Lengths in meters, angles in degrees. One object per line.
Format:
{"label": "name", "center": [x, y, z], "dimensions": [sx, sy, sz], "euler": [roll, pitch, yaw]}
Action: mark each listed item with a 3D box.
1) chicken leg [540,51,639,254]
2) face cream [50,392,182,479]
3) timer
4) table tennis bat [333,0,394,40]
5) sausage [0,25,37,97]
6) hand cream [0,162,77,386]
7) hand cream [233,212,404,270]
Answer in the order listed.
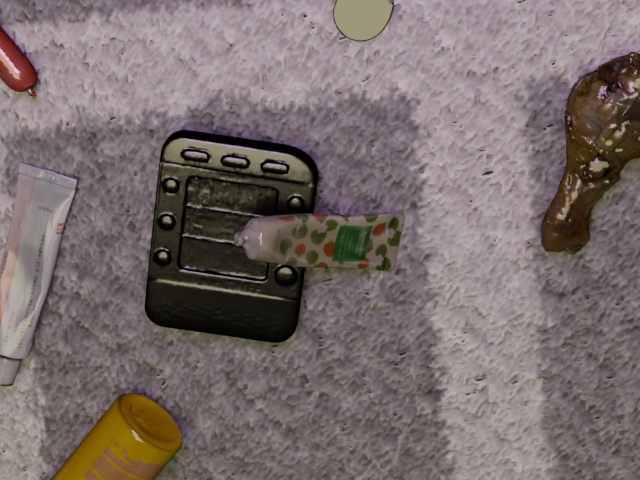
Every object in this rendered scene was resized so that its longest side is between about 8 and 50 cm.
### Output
{"label": "chicken leg", "center": [0.239, -0.075, 1.284], "dimensions": [0.085, 0.069, 0.197], "euler": [14, 115, -19]}
{"label": "face cream", "center": [-0.243, 0.269, 1.444], "dimensions": [0.078, 0.078, 0.273], "euler": [39, 108, -2]}
{"label": "timer", "center": [-0.081, -0.004, 1.357], "dimensions": [0.144, 0.055, 0.187], "euler": [9, 111, 0]}
{"label": "table tennis bat", "center": [0.044, -0.214, 1.303], "dimensions": [0.050, 0.007, 0.083], "euler": [32, 109, 0]}
{"label": "sausage", "center": [-0.343, -0.229, 1.351], "dimensions": [0.034, 0.034, 0.253], "euler": [-40, 95, 17]}
{"label": "hand cream", "center": [-0.284, 0.036, 1.414], "dimensions": [0.052, 0.038, 0.216], "euler": [12, 102, -19]}
{"label": "hand cream", "center": [0.000, 0.000, 1.320], "dimensions": [0.165, 0.037, 0.057], "euler": [2, 111, -27]}
